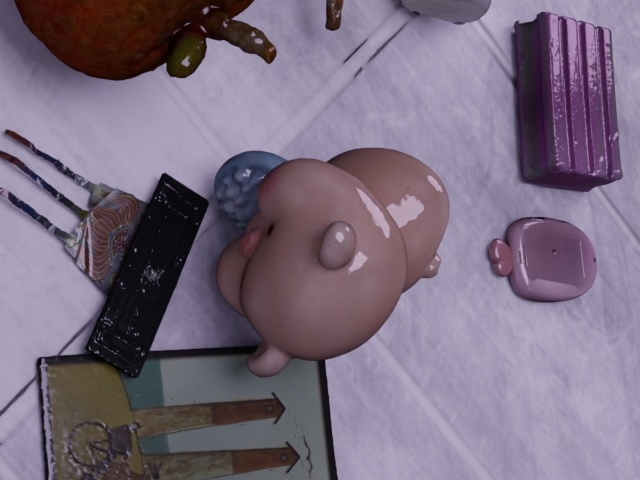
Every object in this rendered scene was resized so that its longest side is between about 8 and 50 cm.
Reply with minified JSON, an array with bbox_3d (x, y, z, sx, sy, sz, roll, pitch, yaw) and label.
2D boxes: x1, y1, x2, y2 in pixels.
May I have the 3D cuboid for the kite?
[{"bbox_3d":[-0.226,-0.016,1.422,0.229,0.016,0.127,34,58,-25],"label":"kite"}]

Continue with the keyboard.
[{"bbox_3d":[-0.166,0.032,1.440,0.061,0.013,0.204,35,60,-26],"label":"keyboard"}]

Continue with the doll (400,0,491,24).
[{"bbox_3d":[0.150,-0.338,1.708,0.110,0.107,0.180,10,66,-11],"label":"doll"}]

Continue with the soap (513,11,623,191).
[{"bbox_3d":[0.300,-0.166,1.796,0.122,0.065,0.203,8,75,-34],"label":"soap"}]

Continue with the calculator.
[{"bbox_3d":[0.267,0.022,1.755,0.166,0.024,0.103,2,78,-36],"label":"calculator"}]

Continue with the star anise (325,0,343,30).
[{"bbox_3d":[0.008,-0.425,1.626,0.292,0.109,0.349,35,62,-18],"label":"star anise"}]

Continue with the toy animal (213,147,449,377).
[{"bbox_3d":[0.018,0.011,1.478,0.221,0.210,0.229,4,40,-30],"label":"toy animal"}]

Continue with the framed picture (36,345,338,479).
[{"bbox_3d":[-0.118,0.226,1.443,0.324,0.013,0.244,-1,81,-35],"label":"framed picture"}]

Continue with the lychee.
[{"bbox_3d":[-0.163,-0.264,1.388,0.255,0.255,0.300,-35,90,-36],"label":"lychee"}]
